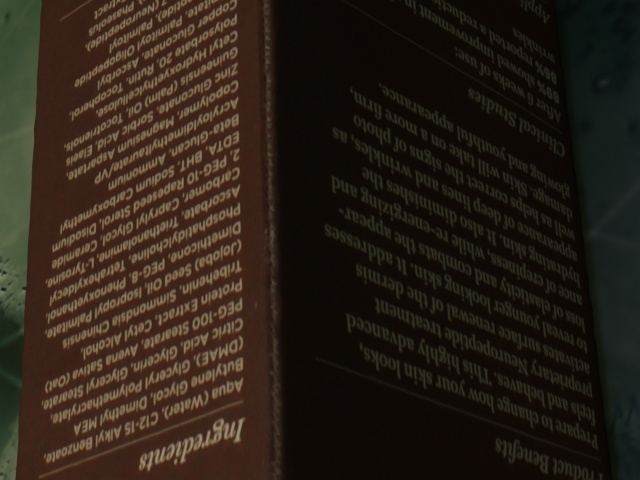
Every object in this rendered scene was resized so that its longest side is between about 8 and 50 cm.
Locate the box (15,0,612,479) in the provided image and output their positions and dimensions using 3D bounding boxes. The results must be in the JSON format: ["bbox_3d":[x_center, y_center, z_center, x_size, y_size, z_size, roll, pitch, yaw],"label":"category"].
[{"bbox_3d":[0.000,0.000,0.581,0.143,0.191,0.381,-25,55,36],"label":"box"}]
